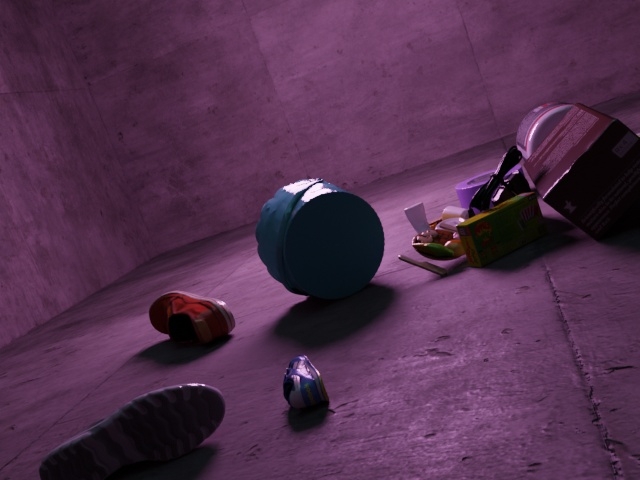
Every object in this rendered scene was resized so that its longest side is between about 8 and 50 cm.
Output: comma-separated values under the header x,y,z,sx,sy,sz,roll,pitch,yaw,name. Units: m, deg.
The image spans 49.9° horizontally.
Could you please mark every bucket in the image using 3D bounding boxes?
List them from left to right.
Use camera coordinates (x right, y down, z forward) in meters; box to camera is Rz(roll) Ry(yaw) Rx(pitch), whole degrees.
x,y,z,sx,sy,sz,roll,pitch,yaw,name
0.000,0.000,1.568,0.281,0.281,0.183,-23,14,-17,bucket

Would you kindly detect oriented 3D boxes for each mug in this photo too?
x,y,z,sx,sy,sz,roll,pitch,yaw,name
0.353,-0.049,1.756,0.062,0.078,0.064,14,-7,-40,mug

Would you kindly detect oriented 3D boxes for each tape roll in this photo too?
x,y,z,sx,sy,sz,roll,pitch,yaw,name
0.476,-0.141,1.906,0.189,0.080,0.189,-20,10,4,tape roll

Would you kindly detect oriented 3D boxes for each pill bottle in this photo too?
x,y,z,sx,sy,sz,roll,pitch,yaw,name
0.647,-0.269,1.866,0.210,0.210,0.363,-18,10,13,pill bottle

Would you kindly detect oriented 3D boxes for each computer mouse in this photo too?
x,y,z,sx,sy,sz,roll,pitch,yaw,name
0.404,-0.071,1.514,0.060,0.262,0.184,34,78,30,computer mouse

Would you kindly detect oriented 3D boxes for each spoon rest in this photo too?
x,y,z,sx,sy,sz,roll,pitch,yaw,name
0.295,-0.020,1.666,0.137,0.084,0.276,-24,23,-10,spoon rest

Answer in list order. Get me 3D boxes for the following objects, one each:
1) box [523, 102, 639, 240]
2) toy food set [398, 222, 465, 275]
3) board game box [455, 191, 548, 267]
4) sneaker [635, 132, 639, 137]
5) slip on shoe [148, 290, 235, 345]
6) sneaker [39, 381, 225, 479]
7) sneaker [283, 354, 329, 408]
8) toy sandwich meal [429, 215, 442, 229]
x,y,z,sx,sy,sz,roll,pitch,yaw,name
0.542,-0.155,1.399,0.191,0.143,0.381,-52,0,20,box
0.263,0.001,1.478,0.132,0.039,0.192,20,37,33,toy food set
0.371,-0.023,1.401,0.181,0.092,0.043,-24,9,-21,board game box
0.766,-0.189,1.483,0.300,0.111,0.121,-22,16,22,sneaker
-0.332,0.192,1.643,0.101,0.123,0.331,-32,19,-36,slip on shoe
-0.277,0.276,1.031,0.281,0.105,0.115,-21,9,0,sneaker
-0.033,0.213,1.036,0.059,0.053,0.144,-24,9,-11,sneaker
0.307,-0.044,1.866,0.085,0.029,0.085,-20,9,3,toy sandwich meal
